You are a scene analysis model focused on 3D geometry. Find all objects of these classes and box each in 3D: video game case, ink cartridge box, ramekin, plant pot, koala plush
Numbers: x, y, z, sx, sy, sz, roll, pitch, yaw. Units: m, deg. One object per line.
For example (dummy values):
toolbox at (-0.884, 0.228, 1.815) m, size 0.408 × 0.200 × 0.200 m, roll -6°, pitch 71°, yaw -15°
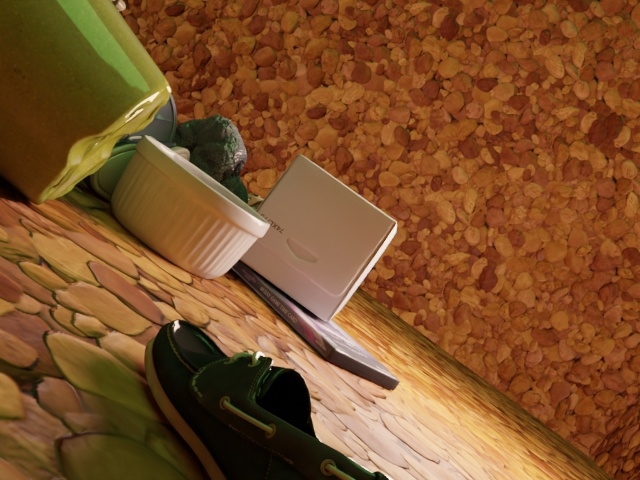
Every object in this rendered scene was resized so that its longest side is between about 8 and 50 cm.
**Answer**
video game case at (-0.012, 0.133, 1.143) m, size 0.274 × 0.026 × 0.196 m, roll 39°, pitch 3°, yaw 42°
ink cartridge box at (0.000, 0.000, 1.233) m, size 0.198 × 0.197 × 0.270 m, roll 36°, pitch 2°, yaw 5°
ramekin at (-0.181, -0.038, 0.957) m, size 0.207 × 0.109 × 0.207 m, roll 36°, pitch 2°, yaw -2°
plant pot at (-0.295, -0.184, 0.692) m, size 0.254 × 0.276 × 0.276 m, roll 47°, pitch 0°, yaw -10°
koala plush at (-0.196, -0.095, 1.279) m, size 0.196 × 0.203 × 0.221 m, roll 38°, pitch -10°, yaw 31°

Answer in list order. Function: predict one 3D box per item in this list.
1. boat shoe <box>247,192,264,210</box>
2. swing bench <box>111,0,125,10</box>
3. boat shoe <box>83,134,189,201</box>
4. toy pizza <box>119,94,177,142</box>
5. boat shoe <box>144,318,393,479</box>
boat shoe at (-0.166, -0.046, 1.570) m, size 0.110 × 0.121 × 0.341 m, roll 31°, pitch -6°, yaw -24°
swing bench at (-0.476, -0.348, 1.040) m, size 0.165 × 0.254 × 0.253 m, roll 37°, pitch 2°, yaw 26°
boat shoe at (-0.282, -0.116, 1.049) m, size 0.079 × 0.095 × 0.254 m, roll 23°, pitch 20°, yaw 11°
toy pizza at (-0.341, -0.209, 1.177) m, size 0.201 × 0.201 × 0.032 m, roll 36°, pitch -20°, yaw -17°
boat shoe at (-0.039, 0.107, 0.436) m, size 0.084 × 0.079 × 0.233 m, roll 33°, pitch 2°, yaw -39°
